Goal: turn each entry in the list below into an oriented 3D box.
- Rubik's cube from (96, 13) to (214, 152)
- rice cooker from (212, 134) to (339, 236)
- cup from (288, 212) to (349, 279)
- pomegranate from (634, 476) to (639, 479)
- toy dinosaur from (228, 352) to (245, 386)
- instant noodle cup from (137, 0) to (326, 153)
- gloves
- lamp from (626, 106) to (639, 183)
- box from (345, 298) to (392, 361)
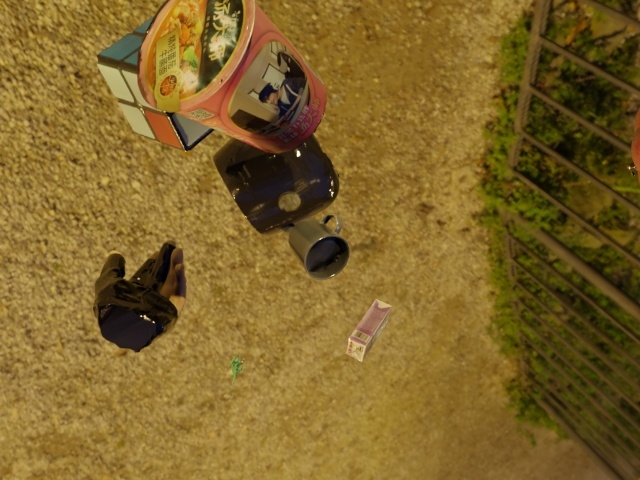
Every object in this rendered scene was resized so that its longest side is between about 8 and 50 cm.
[{"bbox_3d":[-0.269,-0.297,1.266,0.183,0.167,0.180,-44,137,-26],"label":"Rubik's cube"},{"bbox_3d":[-0.089,-0.149,1.523,0.224,0.267,0.267,-33,142,3],"label":"rice cooker"},{"bbox_3d":[0.000,0.000,1.075,0.078,0.077,0.100,19,107,-35],"label":"cup"},{"bbox_3d":[0.320,0.299,0.374,0.410,0.410,0.410,-23,139,-23],"label":"pomegranate"},{"bbox_3d":[-0.200,0.304,1.602,0.083,0.021,0.062,-70,158,-6],"label":"toy dinosaur"},{"bbox_3d":[-0.122,-0.257,1.094,0.244,0.244,0.255,-50,143,9],"label":"instant noodle cup"},{"bbox_3d":[-0.374,0.101,1.426,0.197,0.301,0.152,28,129,-7],"label":"gloves"},{"bbox_3d":[0.416,-0.103,0.752,0.182,0.140,0.182,1,88,-30],"label":"lamp"},{"bbox_3d":[0.089,0.163,1.252,0.117,0.036,0.051,-48,156,-45],"label":"box"}]
